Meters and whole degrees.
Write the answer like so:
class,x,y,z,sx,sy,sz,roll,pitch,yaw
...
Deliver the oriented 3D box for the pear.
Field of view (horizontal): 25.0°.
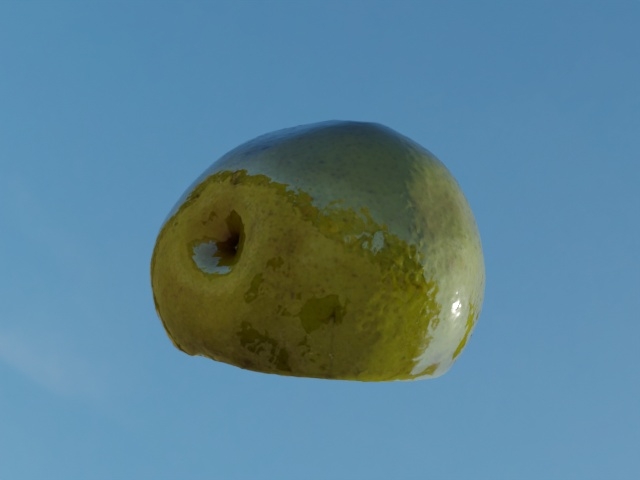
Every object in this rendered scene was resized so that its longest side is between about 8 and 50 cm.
class,x,y,z,sx,sy,sz,roll,pitch,yaw
pear,0.000,0.000,0.599,0.141,0.141,0.104,10,-88,40
